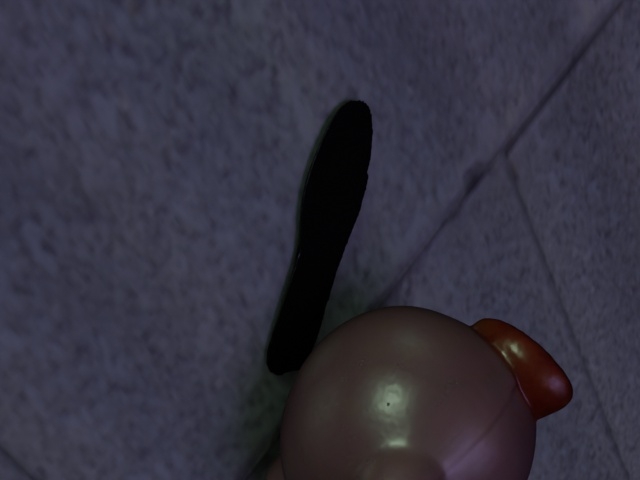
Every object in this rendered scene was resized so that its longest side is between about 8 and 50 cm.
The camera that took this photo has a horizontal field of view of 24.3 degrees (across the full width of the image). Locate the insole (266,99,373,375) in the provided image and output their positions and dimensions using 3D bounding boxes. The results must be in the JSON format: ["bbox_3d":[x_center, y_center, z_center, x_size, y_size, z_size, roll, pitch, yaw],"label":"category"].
[{"bbox_3d":[0.000,0.000,0.952,0.064,0.004,0.188,-1,111,-51],"label":"insole"}]

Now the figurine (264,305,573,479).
[{"bbox_3d":[0.054,0.127,0.958,0.173,0.173,0.173,-28,131,-39],"label":"figurine"}]
